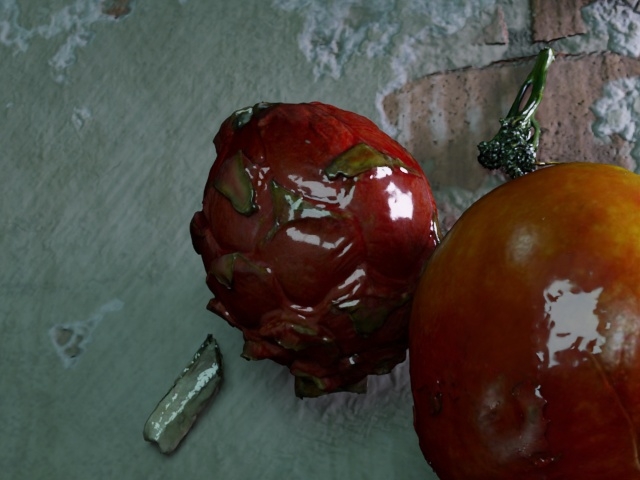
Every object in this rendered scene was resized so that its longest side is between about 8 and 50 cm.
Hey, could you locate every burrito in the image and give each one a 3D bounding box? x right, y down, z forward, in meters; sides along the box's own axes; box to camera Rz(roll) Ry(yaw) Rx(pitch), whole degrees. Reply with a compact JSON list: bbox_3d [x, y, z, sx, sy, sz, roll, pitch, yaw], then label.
[{"bbox_3d":[-0.147,0.172,1.886,0.055,0.041,0.149,19,65,38],"label":"burrito"}]

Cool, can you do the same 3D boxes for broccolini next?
[{"bbox_3d":[0.239,-0.162,1.982,0.074,0.058,0.201,12,64,12],"label":"broccolini"}]

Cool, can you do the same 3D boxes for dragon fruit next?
[{"bbox_3d":[0.000,0.000,1.814,0.277,0.277,0.342,-11,84,8],"label":"dragon fruit"}]

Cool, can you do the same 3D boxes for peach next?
[{"bbox_3d":[0.243,0.108,1.643,0.370,0.370,0.370,-6,59,10],"label":"peach"}]
